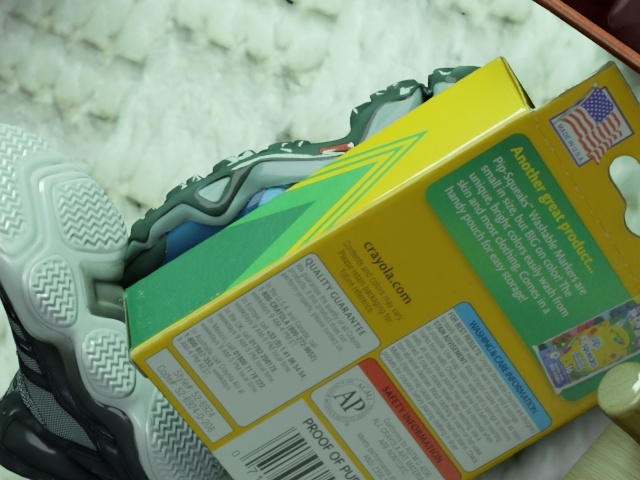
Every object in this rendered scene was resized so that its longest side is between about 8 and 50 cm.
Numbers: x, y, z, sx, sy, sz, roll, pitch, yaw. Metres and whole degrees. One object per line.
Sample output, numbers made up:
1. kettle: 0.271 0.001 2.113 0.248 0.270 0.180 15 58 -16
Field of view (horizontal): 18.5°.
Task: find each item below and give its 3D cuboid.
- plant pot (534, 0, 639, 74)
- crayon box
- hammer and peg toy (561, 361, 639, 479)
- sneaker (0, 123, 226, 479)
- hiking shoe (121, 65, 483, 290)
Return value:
1. plant pot: 0.258 -0.190 1.157 0.267 0.236 0.267 39 90 24
2. crayon box: 0.072 0.036 1.178 0.323 0.203 0.083 -31 28 9
3. hammer and peg toy: 0.208 0.245 1.037 0.266 0.127 0.361 -49 38 2
4. sneaker: -0.179 0.063 1.269 0.153 0.101 0.268 -27 99 42
5. hiking shoe: 0.000 0.000 1.267 0.304 0.113 0.132 -25 79 19
